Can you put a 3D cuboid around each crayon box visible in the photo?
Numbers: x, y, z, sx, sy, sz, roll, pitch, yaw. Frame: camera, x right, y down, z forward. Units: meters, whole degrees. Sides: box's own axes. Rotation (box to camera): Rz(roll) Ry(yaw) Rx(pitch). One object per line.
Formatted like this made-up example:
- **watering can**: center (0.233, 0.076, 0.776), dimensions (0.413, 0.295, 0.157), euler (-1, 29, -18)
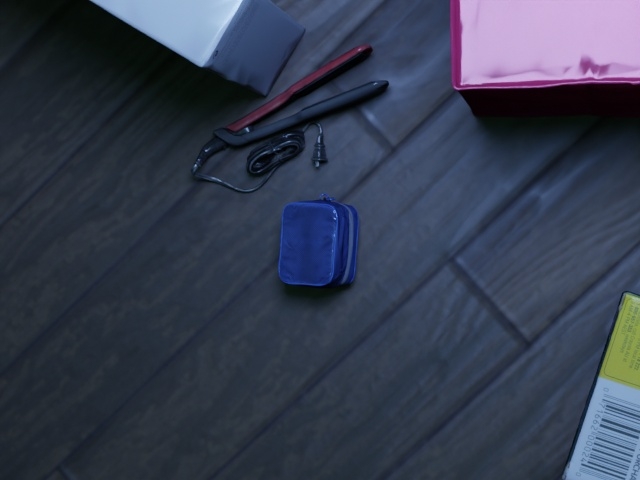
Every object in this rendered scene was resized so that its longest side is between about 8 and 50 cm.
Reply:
- **crayon box**: center (0.421, 0.193, 1.617), dimensions (0.318, 0.081, 0.202), euler (19, 92, 10)

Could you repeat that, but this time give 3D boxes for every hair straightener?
- **hair straightener**: center (-0.029, -0.114, 1.715), dimensions (0.230, 0.047, 0.089), euler (-28, 84, 8)

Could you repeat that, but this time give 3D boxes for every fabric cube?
- **fabric cube**: center (0.260, -0.254, 1.564), dimensions (0.259, 0.258, 0.254), euler (1, 88, 9)

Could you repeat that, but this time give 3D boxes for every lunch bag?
- **lunch bag**: center (0.000, 0.000, 1.700), dimensions (0.067, 0.065, 0.098), euler (6, 91, 25)

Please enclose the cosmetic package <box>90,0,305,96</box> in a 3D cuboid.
- **cosmetic package**: center (-0.216, -0.286, 1.630), dimensions (0.377, 0.284, 0.097), euler (31, 92, 8)
